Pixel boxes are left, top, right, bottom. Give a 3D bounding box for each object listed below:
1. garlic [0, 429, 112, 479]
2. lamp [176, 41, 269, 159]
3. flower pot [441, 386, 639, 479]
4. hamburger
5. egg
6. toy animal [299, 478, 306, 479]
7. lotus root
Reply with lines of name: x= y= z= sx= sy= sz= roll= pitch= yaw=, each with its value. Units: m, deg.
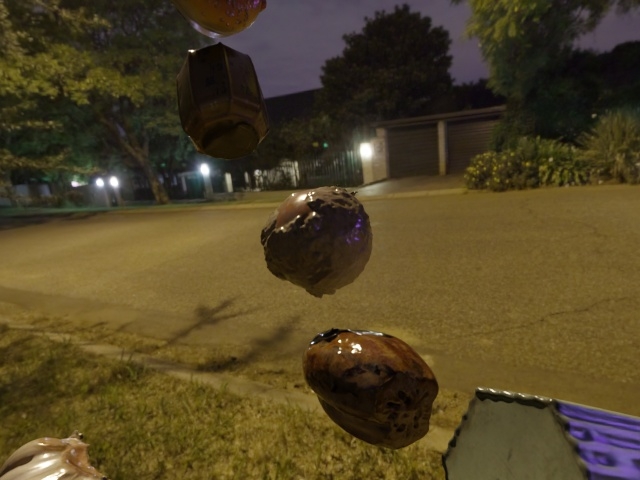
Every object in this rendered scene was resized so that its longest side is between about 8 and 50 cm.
garlic: x=-0.455 y=0.455 z=0.646 sx=0.281 sy=0.203 sz=0.185 roll=14 pitch=-6 yaw=32
lamp: x=-0.178 y=-0.251 z=0.736 sx=0.161 sy=0.185 sz=0.161 roll=-12 pitch=-28 yaw=-7
flower pot: x=0.293 y=0.304 z=0.490 sx=0.190 sy=0.209 sz=0.239 roll=19 pitch=42 yaw=-18
hamburger: x=-0.199 y=-0.472 z=0.717 sx=0.116 sy=0.210 sz=0.173 roll=-6 pitch=42 yaw=51
egg: x=0.000 y=0.000 z=0.977 sx=0.279 sy=0.278 sz=0.310 roll=-2 pitch=-6 yaw=20
toy animal: x=-0.101 y=0.604 z=0.822 sx=0.266 sy=0.308 sz=0.188 roll=-49 pitch=-9 yaw=-25
lotus root: x=0.062 y=0.248 z=0.732 sx=0.193 sy=0.193 sz=0.291 roll=-13 pitch=10 yaw=-27
